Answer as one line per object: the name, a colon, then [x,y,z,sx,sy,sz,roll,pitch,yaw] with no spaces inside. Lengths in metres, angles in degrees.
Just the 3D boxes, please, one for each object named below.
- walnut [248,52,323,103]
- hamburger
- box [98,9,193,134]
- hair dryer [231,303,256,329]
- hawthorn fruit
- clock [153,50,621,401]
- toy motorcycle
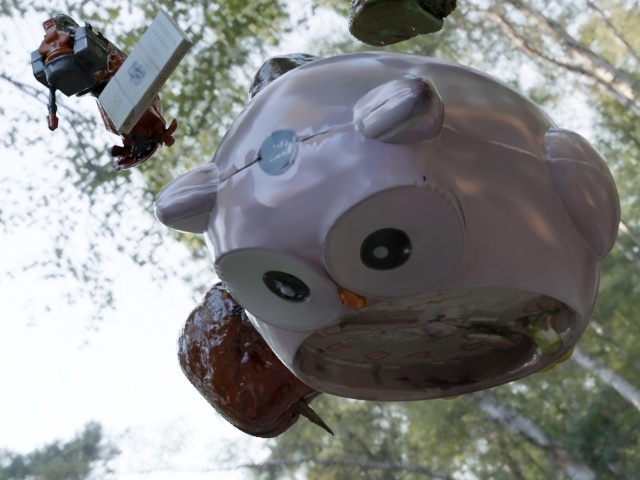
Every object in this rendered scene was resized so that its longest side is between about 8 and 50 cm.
walnut: [-0.027,-0.202,1.720,0.248,0.248,0.248,-34,-21,-15]
hamburger: [0.159,-0.542,2.123,0.288,0.168,0.192,-9,-25,37]
box: [-0.255,-0.244,1.431,0.024,0.090,0.167,23,-68,-47]
hair dryer: [-0.043,0.120,1.392,0.117,0.181,0.064,-22,-53,-65]
hawthorn fruit: [-0.100,0.176,1.571,0.258,0.262,0.258,-10,-48,-12]
clock: [0.066,-0.024,0.890,0.368,0.251,0.376,-21,-31,26]
toy motorcycle: [-0.364,-0.247,1.715,0.147,0.221,0.325,-22,-30,19]
